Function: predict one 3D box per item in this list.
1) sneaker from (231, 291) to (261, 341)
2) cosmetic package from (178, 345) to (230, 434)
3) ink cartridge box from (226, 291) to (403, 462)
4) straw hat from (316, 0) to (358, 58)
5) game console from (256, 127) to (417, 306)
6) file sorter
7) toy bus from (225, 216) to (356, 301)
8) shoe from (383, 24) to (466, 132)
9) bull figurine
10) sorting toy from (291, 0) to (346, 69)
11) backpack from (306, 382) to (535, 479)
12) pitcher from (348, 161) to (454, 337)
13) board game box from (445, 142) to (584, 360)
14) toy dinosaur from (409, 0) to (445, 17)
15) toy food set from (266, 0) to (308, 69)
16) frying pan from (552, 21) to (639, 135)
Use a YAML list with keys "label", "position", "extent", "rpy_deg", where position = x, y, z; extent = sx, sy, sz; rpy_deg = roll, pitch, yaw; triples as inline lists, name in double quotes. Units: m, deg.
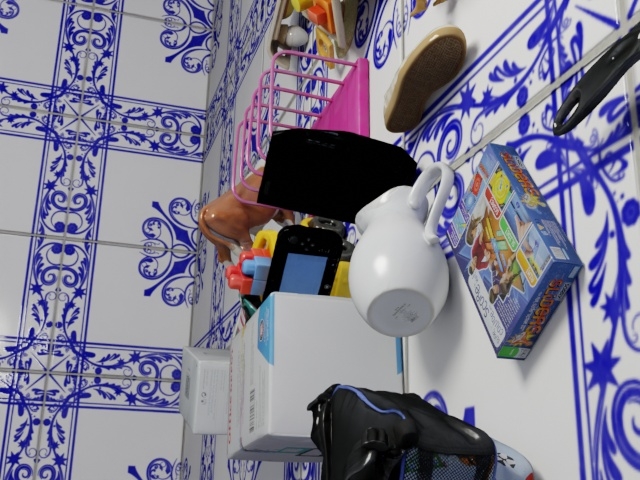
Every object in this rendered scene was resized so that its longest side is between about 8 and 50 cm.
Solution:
- label: "sneaker"
  position: [-0.122, 0.178, 1.715]
  extent: [0.178, 0.123, 0.296]
  rpy_deg: [147, 130, -82]
- label: "cosmetic package"
  position: [-0.146, 0.289, 1.558]
  extent: [0.224, 0.224, 0.138]
  rpy_deg: [180, 94, -73]
- label: "ink cartridge box"
  position: [-0.018, 0.217, 1.208]
  extent: [0.270, 0.197, 0.198]
  rpy_deg: [132, 141, -62]
- label: "straw hat"
  position: [0.023, -0.432, 1.569]
  extent: [0.144, 0.061, 0.145]
  rpy_deg: [-173, 90, -73]
- label: "game console"
  position: [0.000, 0.000, 1.218]
  extent: [0.044, 0.213, 0.361]
  rpy_deg: [-87, 10, -57]
- label: "file sorter"
  position: [-0.045, -0.191, 1.489]
  extent: [0.291, 0.182, 0.202]
  rpy_deg: [134, 140, -64]
- label: "toy bus"
  position: [-0.059, 0.046, 1.396]
  extent: [0.220, 0.211, 0.150]
  rpy_deg: [-111, 31, -60]
- label: "shoe"
  position: [0.132, -0.227, 1.099]
  extent: [0.219, 0.076, 0.058]
  rpy_deg: [123, 144, -60]
- label: "bull figurine"
  position: [-0.119, -0.065, 1.654]
  extent: [0.101, 0.310, 0.188]
  rpy_deg: [-13, 111, 51]
- label: "sorting toy"
  position: [-0.019, -0.450, 1.431]
  extent: [0.196, 0.047, 0.348]
  rpy_deg: [-125, 17, -46]
- label: "backpack"
  position: [0.084, 0.298, 0.827]
  extent: [0.276, 0.213, 0.264]
  rpy_deg: [175, 110, -79]
- label: "pitcher"
  position: [0.113, 0.006, 1.026]
  extent: [0.178, 0.125, 0.207]
  rpy_deg: [-52, 21, 33]
- label: "board game box"
  position: [0.197, 0.008, 0.861]
  extent: [0.201, 0.035, 0.136]
  rpy_deg: [-103, 26, -48]
- label: "toy dinosaur"
  position: [0.128, -0.364, 1.074]
  extent: [0.211, 0.064, 0.112]
  rpy_deg: [-77, -36, -77]
- label: "toy food set"
  position: [-0.050, -0.569, 1.855]
  extent: [0.220, 0.092, 0.306]
  rpy_deg: [-90, 15, -62]
- label: "frying pan"
  position: [0.291, -0.179, 0.599]
  extent: [0.197, 0.053, 0.326]
  rpy_deg: [-107, 27, -54]
